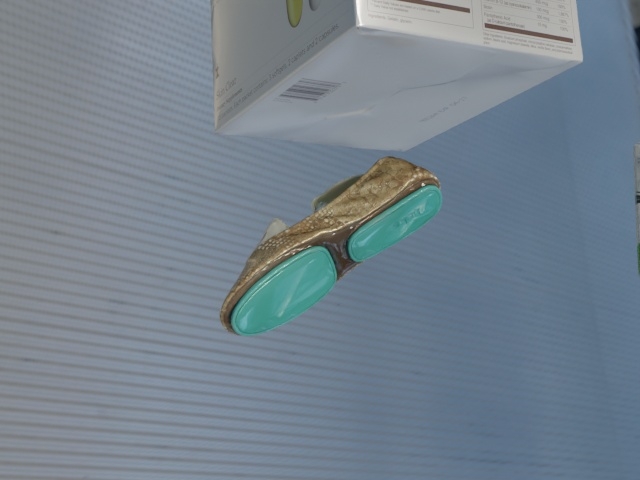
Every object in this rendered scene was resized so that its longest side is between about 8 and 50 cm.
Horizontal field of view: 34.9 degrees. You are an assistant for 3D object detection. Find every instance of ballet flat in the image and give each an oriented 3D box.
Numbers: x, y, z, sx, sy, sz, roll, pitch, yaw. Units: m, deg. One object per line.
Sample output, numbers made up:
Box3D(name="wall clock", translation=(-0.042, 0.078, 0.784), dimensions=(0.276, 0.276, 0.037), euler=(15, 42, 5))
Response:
Box3D(name="ballet flat", translation=(0.000, 0.000, 0.799), dimensions=(0.206, 0.067, 0.073), euler=(-31, 139, -17))

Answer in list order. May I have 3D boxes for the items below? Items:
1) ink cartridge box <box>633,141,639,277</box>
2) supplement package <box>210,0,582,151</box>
Box3D(name="ink cartridge box", translation=(0.501, -0.022, 1.414), dimensions=(0.153, 0.087, 0.208), euler=(35, 52, -47))
Box3D(name="supplement package", translation=(0.048, -0.184, 0.851), dimensions=(0.204, 0.262, 0.145), euler=(3, 77, -27))
